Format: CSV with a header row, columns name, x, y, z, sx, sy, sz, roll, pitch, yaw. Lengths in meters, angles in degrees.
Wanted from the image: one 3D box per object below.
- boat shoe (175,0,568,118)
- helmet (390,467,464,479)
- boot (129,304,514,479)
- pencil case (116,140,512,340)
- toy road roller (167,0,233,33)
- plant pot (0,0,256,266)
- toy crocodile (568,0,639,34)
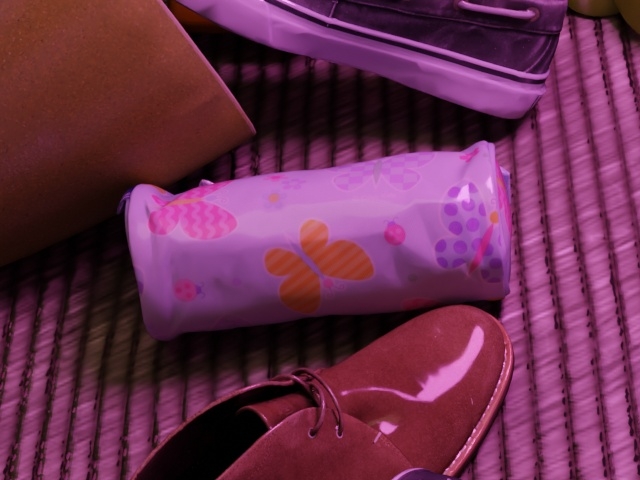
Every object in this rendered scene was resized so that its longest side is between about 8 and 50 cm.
name,x,y,z,sx,sy,sz,roll,pitch,yaw
boat shoe,0.026,-0.200,1.215,0.335,0.119,0.121,16,23,-11
helmet,0.052,0.216,0.886,0.161,0.169,0.169,-23,46,12
boot,0.005,0.122,1.013,0.305,0.115,0.112,-36,49,-22
pencil case,0.000,0.000,1.125,0.273,0.113,0.124,-6,18,6
toy road roller,-0.049,-0.305,1.388,0.203,0.240,0.329,1,12,12
plant pot,-0.247,-0.097,1.186,0.293,0.275,0.275,-38,50,-2
toy crocodile,0.224,-0.294,1.346,0.105,0.115,0.340,-17,49,-11
